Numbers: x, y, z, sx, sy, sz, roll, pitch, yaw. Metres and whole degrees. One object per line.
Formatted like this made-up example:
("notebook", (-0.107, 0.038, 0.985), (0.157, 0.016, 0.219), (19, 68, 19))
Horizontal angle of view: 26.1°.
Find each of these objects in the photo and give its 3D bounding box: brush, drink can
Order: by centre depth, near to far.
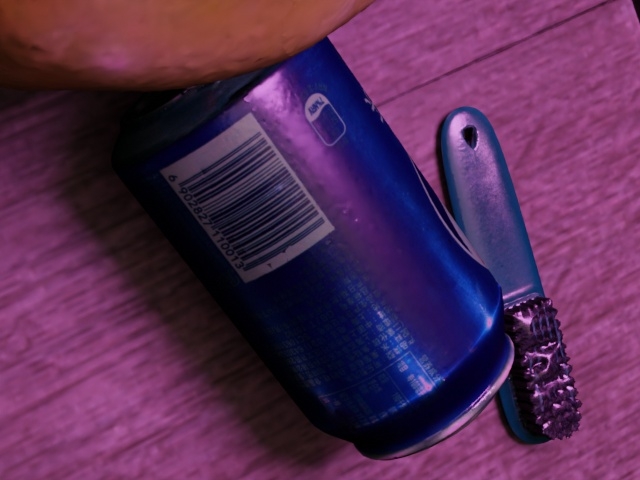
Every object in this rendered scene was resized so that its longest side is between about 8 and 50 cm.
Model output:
("drink can", (0.000, 0.000, 0.652), (0.118, 0.118, 0.205), (-40, 108, -17))
("brush", (0.105, 0.021, 0.744), (0.043, 0.032, 0.193), (-20, 102, -21))

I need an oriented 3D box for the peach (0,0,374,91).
("peach", (-0.070, -0.214, 0.522), (0.315, 0.281, 0.314), (-19, 94, -34))
